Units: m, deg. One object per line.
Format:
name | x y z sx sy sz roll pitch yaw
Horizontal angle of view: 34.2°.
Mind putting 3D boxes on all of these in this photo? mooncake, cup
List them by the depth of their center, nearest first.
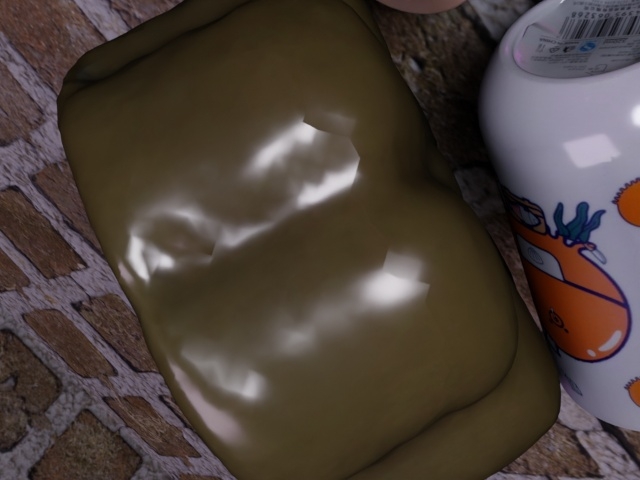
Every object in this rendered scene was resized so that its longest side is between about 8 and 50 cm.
cup | 0.252 -0.034 0.812 0.212 0.212 0.317 8 135 39
mooncake | 0.000 0.000 0.862 0.467 0.262 0.467 61 -173 -13

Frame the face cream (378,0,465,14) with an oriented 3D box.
face cream | 0.083 -0.261 0.785 0.149 0.104 0.149 26 147 19
